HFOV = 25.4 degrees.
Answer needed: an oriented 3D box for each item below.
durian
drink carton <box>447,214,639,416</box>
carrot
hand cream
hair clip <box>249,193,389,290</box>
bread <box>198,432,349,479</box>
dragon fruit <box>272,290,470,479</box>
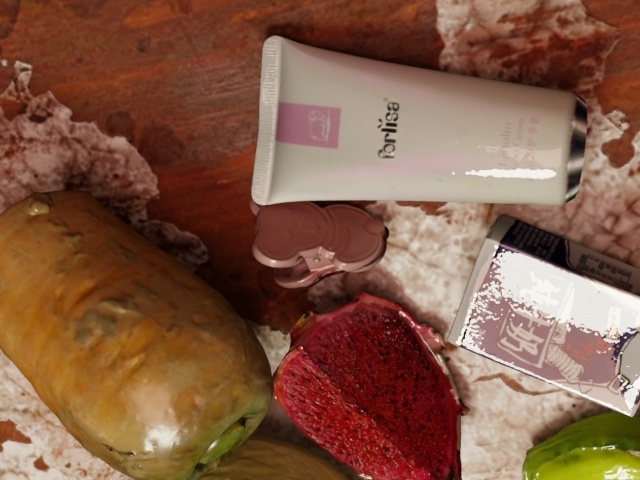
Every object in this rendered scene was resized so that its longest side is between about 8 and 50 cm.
[{"bbox_3d":[0.354,0.266,1.603,0.250,0.101,0.139,2,118,17],"label":"durian"},{"bbox_3d":[0.268,0.080,1.543,0.222,0.102,0.134,22,110,10],"label":"drink carton"},{"bbox_3d":[-0.218,0.106,1.555,0.340,0.224,0.224,45,112,16],"label":"carrot"},{"bbox_3d":[0.103,-0.114,1.516,0.358,0.118,0.186,6,99,12],"label":"hand cream"},{"bbox_3d":[-0.004,-0.007,1.572,0.138,0.123,0.102,-14,135,19],"label":"hair clip"},{"bbox_3d":[-0.087,0.378,1.656,0.320,0.237,0.321,7,133,8],"label":"bread"},{"bbox_3d":[0.060,0.163,1.621,0.274,0.161,0.126,44,144,-19],"label":"dragon fruit"}]
